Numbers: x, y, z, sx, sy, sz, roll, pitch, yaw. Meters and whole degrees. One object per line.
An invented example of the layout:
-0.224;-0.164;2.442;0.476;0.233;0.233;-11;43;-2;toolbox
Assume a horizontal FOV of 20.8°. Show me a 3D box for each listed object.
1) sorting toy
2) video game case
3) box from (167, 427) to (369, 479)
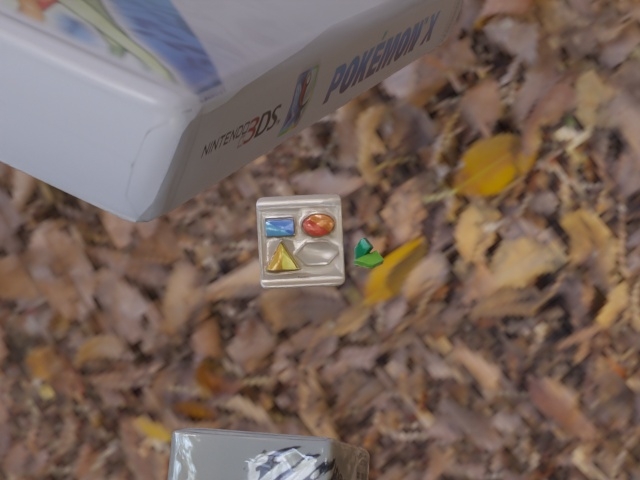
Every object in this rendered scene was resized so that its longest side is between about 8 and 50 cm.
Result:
0.000;0.000;1.165;0.083;0.012;0.062;-3;92;1;sorting toy
-0.136;-0.119;0.545;0.329;0.300;0.036;25;110;10;video game case
-0.036;0.243;0.944;0.094;0.113;0.275;2;82;13;box
